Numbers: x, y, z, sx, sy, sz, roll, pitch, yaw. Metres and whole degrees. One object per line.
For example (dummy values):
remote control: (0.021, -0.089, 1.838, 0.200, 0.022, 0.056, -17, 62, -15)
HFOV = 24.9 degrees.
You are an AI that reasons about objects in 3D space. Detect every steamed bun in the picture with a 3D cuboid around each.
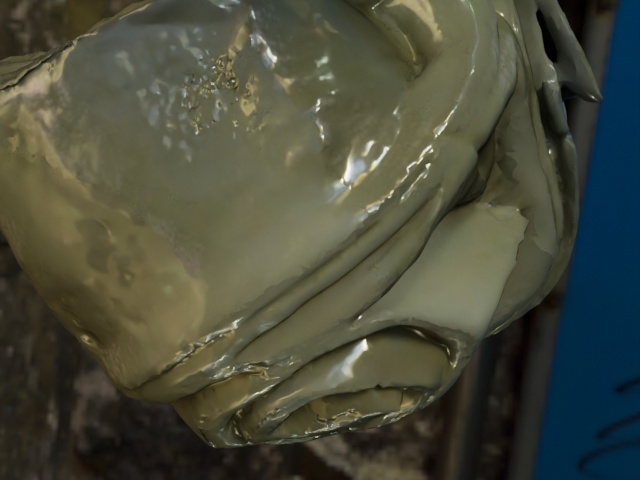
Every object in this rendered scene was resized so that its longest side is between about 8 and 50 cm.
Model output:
steamed bun: (0.002, -0.001, 0.509, 0.218, 0.211, 0.144, 63, 7, -63)
